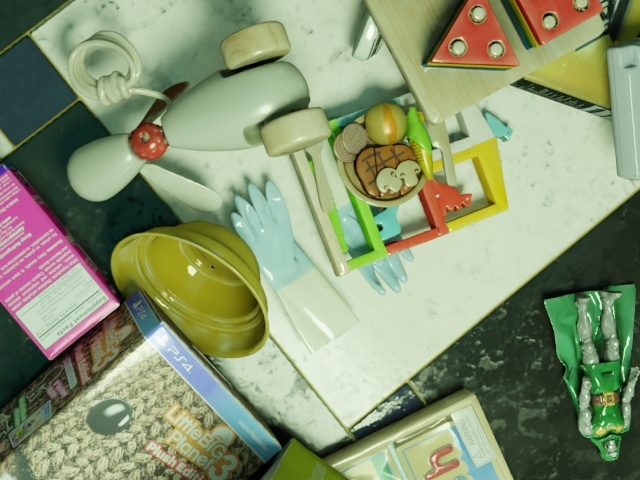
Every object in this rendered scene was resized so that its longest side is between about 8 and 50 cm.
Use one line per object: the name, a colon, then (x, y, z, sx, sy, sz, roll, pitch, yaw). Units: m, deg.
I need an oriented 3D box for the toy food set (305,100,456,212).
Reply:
toy food set: (0.081, -0.108, 1.444, 0.192, 0.038, 0.132, -14, 90, -13)

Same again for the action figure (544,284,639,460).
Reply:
action figure: (0.380, 0.184, 1.545, 0.137, 0.063, 0.232, -9, 97, -11)

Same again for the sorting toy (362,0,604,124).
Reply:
sorting toy: (0.192, -0.314, 1.396, 0.255, 0.089, 0.257, -29, 96, -6)

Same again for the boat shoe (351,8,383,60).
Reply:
boat shoe: (0.112, -0.322, 1.471, 0.070, 0.078, 0.219, 27, 87, -8)

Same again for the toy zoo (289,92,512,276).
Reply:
toy zoo: (0.121, -0.093, 1.490, 0.293, 0.030, 0.192, -21, 91, -13)

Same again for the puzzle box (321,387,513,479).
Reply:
puzzle box: (0.160, 0.436, 1.525, 0.272, 0.052, 0.409, -26, 96, -6)

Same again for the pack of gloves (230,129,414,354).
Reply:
pack of gloves: (0.000, 0.000, 1.495, 0.195, 0.046, 0.232, -33, 95, -21)

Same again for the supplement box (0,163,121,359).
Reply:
supplement box: (-0.354, 0.025, 1.399, 0.114, 0.111, 0.220, -38, 98, -6)

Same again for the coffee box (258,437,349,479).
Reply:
coffee box: (-0.013, 0.472, 1.296, 0.338, 0.337, 0.334, 37, 92, 4)

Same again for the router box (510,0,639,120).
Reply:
router box: (0.350, -0.335, 1.504, 0.243, 0.081, 0.309, 17, 90, -9)

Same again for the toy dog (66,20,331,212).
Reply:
toy dog: (-0.137, -0.146, 1.413, 0.334, 0.161, 0.220, -1, 89, 17)

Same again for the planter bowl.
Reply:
planter bowl: (-0.143, 0.041, 1.419, 0.217, 0.217, 0.090, 37, 52, -8)

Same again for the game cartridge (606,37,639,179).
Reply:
game cartridge: (0.494, -0.184, 1.491, 0.294, 0.060, 0.196, -18, 105, -27)

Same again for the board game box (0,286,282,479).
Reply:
board game box: (-0.239, 0.249, 1.384, 0.291, 0.141, 0.232, -42, 113, -4)
